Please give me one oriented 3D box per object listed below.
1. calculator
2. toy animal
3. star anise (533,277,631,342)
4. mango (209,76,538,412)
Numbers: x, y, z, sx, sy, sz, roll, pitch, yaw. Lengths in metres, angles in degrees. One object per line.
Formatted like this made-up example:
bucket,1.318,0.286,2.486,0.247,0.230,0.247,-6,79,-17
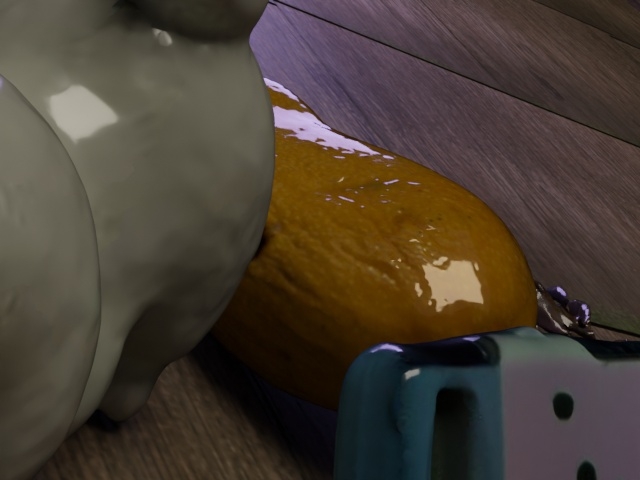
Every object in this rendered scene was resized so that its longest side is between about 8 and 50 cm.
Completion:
calculator,0.097,0.128,0.675,0.051,0.173,0.293,-4,-5,40
toy animal,-0.144,-0.025,0.538,0.196,0.241,0.367,35,22,11
star anise,0.139,0.091,0.893,0.229,0.093,0.236,49,30,23
mango,0.000,0.006,0.815,0.177,0.120,0.295,-17,38,-33
